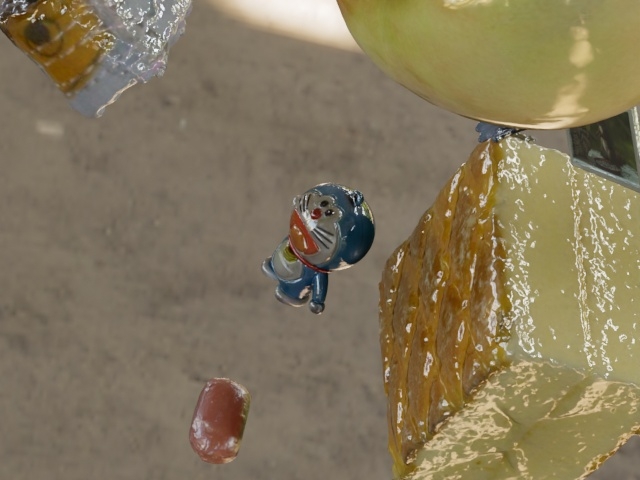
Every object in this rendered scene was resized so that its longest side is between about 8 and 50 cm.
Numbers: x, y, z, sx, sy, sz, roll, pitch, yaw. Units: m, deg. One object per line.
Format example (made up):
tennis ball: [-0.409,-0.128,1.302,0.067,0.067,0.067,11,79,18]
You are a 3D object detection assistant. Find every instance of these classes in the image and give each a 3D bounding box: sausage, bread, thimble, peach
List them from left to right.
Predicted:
thimble: [-0.177,-0.185,1.408,0.118,0.127,0.151,45,32,-24]
sausage: [-0.106,0.188,1.830,0.054,0.059,0.094,17,55,-6]
bread: [0.197,0.087,1.741,0.207,0.279,0.279,13,50,-19]
peach: [0.078,-0.132,0.604,0.184,0.184,0.184,8,39,-7]

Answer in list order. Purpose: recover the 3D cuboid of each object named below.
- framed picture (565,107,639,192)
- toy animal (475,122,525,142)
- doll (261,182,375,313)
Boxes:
framed picture: [0.192,-0.071,1.199,0.007,0.066,0.089,-21,24,-19]
toy animal: [0.209,-0.144,1.483,0.220,0.062,0.108,-23,56,-20]
doll: [0.000,0.000,1.770,0.085,0.152,0.114,-5,57,-44]
